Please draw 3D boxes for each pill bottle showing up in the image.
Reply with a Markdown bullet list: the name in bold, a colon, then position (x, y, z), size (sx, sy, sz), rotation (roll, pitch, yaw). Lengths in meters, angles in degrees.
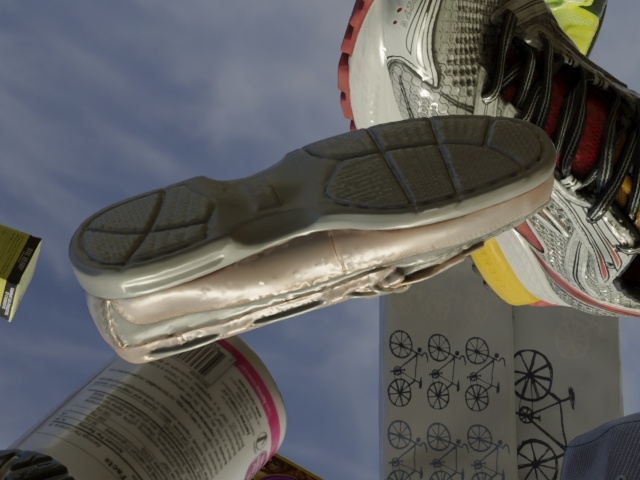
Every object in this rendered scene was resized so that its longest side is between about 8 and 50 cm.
- **pill bottle**: position (-0.169, 0.198, 1.241), size (0.283, 0.160, 0.160), rotation (-42, -78, -40)

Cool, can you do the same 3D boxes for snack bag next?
- **snack bag**: position (0.224, 0.157, 1.784), size (0.343, 0.037, 0.323), rotation (6, -105, -21)

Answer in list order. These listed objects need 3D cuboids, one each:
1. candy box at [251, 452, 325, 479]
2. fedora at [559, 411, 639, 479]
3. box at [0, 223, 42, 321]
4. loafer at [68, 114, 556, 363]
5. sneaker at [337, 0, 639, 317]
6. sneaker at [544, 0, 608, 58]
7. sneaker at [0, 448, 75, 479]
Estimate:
- **candy box**: position (-0.046, 0.269, 1.539), size (0.206, 0.027, 0.105), rotation (29, -135, -2)
- **fedora**: position (0.242, 0.176, 0.978), size (0.244, 0.275, 0.124), rotation (7, -105, -38)
- **box**: position (-0.407, 0.002, 1.526), size (0.232, 0.058, 0.087), rotation (19, -144, -5)
- **loafer**: position (0.000, 0.000, 0.390), size (0.045, 0.125, 0.039), rotation (-106, 3, -54)
- **sneaker**: position (0.084, -0.042, 0.535), size (0.225, 0.093, 0.088), rotation (43, -113, -49)
- **sneaker**: position (0.203, -0.286, 1.269), size (0.147, 0.145, 0.384), rotation (73, -145, -82)
- **sneaker**: position (-0.161, 0.212, 0.881), size (0.081, 0.094, 0.208), rotation (-18, -130, -26)
